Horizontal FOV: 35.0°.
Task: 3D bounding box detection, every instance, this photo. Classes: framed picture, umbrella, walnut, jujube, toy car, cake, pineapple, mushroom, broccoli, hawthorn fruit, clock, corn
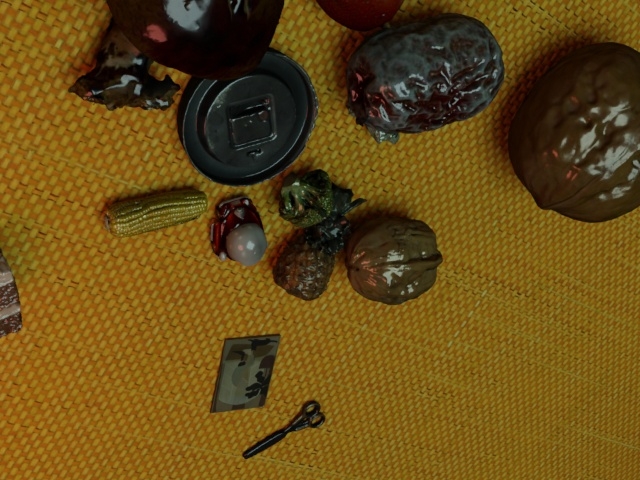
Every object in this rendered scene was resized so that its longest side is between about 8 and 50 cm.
[{"bbox_3d":[-0.170,0.301,2.289,0.136,0.010,0.201,-2,120,-30],"label":"framed picture"},{"bbox_3d":[0.113,-0.245,2.069,0.143,0.062,0.067,40,63,-34],"label":"umbrella"},{"bbox_3d":[0.157,0.042,2.197,0.245,0.198,0.198,-11,126,-43],"label":"walnut"},{"bbox_3d":[0.198,-0.320,1.967,0.317,0.226,0.226,-20,128,-24],"label":"jujube"},{"bbox_3d":[-0.155,-0.009,2.030,0.112,0.112,0.139,-17,127,-19],"label":"toy car"},{"bbox_3d":[0.599,-0.230,2.203,0.354,0.308,0.398,41,95,-7],"label":"walnut"},{"bbox_3d":[-0.613,0.090,1.812,0.134,0.135,0.147,-21,132,-18],"label":"cake"},{"bbox_3d":[-0.001,-0.001,2.125,0.128,0.128,0.248,22,102,-38],"label":"pineapple"},{"bbox_3d":[-0.223,-0.400,1.693,0.331,0.356,0.334,2,80,-29],"label":"mushroom"},{"bbox_3d":[-0.032,-0.087,2.030,0.120,0.130,0.131,48,49,-42],"label":"broccoli"},{"bbox_3d":[0.075,-0.460,1.849,0.169,0.169,0.188,-41,134,-1],"label":"hawthorn fruit"},{"bbox_3d":[-0.139,-0.236,1.931,0.280,0.055,0.281,-15,126,-22],"label":"clock"},{"bbox_3d":[-0.314,-0.054,1.939,0.203,0.072,0.072,-15,126,-23],"label":"corn"}]

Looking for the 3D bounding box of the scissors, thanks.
[{"bbox_3d":[-0.090,0.463,2.436,0.220,0.017,0.088,-30,133,-10],"label":"scissors"}]
